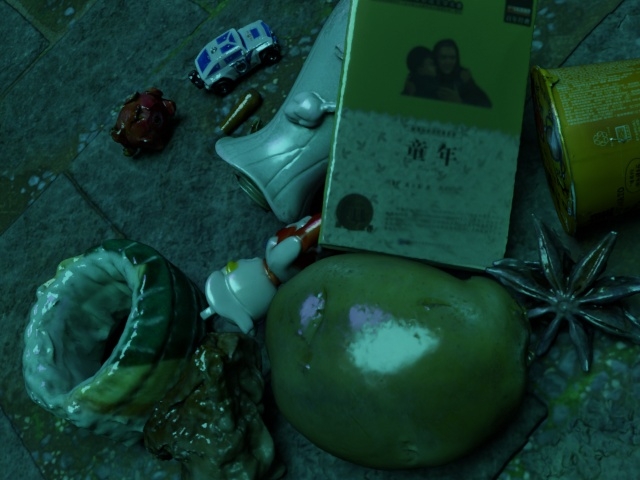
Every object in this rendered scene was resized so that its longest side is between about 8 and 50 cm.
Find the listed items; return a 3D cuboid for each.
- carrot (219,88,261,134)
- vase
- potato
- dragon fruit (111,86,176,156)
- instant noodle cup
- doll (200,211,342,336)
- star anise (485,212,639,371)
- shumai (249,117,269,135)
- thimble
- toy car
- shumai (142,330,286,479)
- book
[{"bbox_3d":[-0.139,-0.225,1.359,0.093,0.032,0.032,-48,53,0],"label":"carrot"},{"bbox_3d":[0.058,-0.216,1.128,0.445,0.250,0.250,-43,53,8],"label":"vase"},{"bbox_3d":[0.078,0.142,0.925,0.326,0.221,0.243,11,60,28],"label":"potato"},{"bbox_3d":[-0.307,-0.205,1.388,0.068,0.112,0.126,33,81,22],"label":"dragon fruit"},{"bbox_3d":[0.361,-0.126,0.950,0.172,0.216,0.215,-12,58,10],"label":"instant noodle cup"},{"bbox_3d":[0.000,0.000,1.070,0.384,0.188,0.099,-36,77,-3],"label":"doll"},{"bbox_3d":[0.298,0.058,0.932,0.205,0.061,0.180,7,108,29],"label":"star anise"},{"bbox_3d":[-0.078,-0.170,1.264,0.082,0.080,0.083,-7,59,22],"label":"shumai"},{"bbox_3d":[-0.300,0.149,1.149,0.254,0.167,0.288,-13,58,22],"label":"thimble"},{"bbox_3d":[-0.158,-0.328,1.399,0.171,0.070,0.080,-30,55,8],"label":"toy car"},{"bbox_3d":[-0.113,0.238,1.016,0.185,0.184,0.218,35,111,1],"label":"shumai"},{"bbox_3d":[0.134,-0.145,0.975,0.239,0.035,0.352,7,91,-8],"label":"book"}]
